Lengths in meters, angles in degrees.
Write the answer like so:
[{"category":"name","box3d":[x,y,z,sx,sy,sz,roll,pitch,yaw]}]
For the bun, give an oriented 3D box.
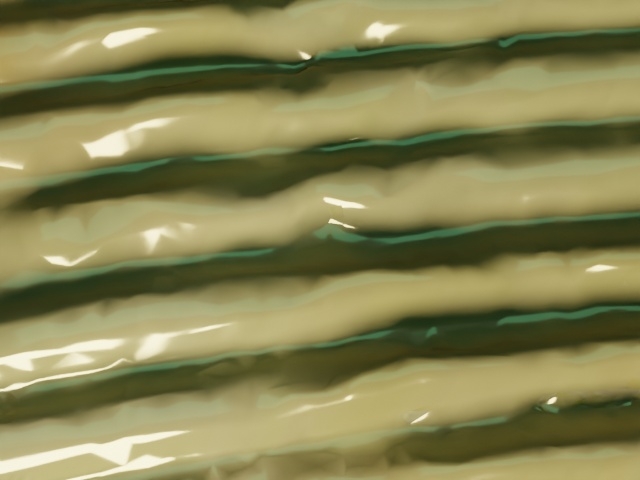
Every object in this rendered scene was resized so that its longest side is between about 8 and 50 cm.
[{"category":"bun","box3d":[0.000,0.000,0.422,0.361,0.213,0.361,2,78,-10]}]
